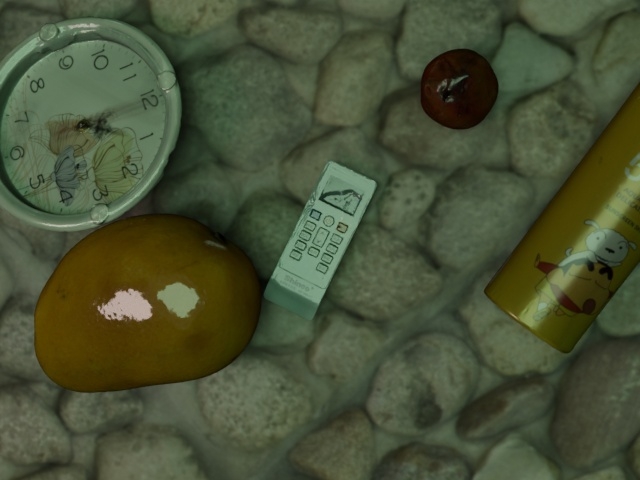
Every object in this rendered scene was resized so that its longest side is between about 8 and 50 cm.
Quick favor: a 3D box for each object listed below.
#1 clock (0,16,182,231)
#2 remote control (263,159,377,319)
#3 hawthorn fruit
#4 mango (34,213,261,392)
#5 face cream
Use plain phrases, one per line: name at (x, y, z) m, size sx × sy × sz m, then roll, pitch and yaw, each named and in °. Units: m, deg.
clock at (-0.252, -0.120, 1.056) m, size 0.237 × 0.053 × 0.236 m, roll -3°, pitch 77°, yaw 12°
remote control at (0.000, 0.000, 1.047) m, size 0.061 × 0.029 × 0.162 m, roll 27°, pitch 91°, yaw 5°
hawthorn fruit at (0.136, -0.150, 0.986) m, size 0.081 × 0.093 × 0.081 m, roll 1°, pitch 94°, yaw 8°
mango at (-0.185, 0.063, 1.023) m, size 0.255 × 0.139 × 0.175 m, roll -11°, pitch 89°, yaw 15°
face cream at (0.301, -0.058, 0.959) m, size 0.105 × 0.105 × 0.348 m, roll 37°, pitch 97°, yaw 6°
